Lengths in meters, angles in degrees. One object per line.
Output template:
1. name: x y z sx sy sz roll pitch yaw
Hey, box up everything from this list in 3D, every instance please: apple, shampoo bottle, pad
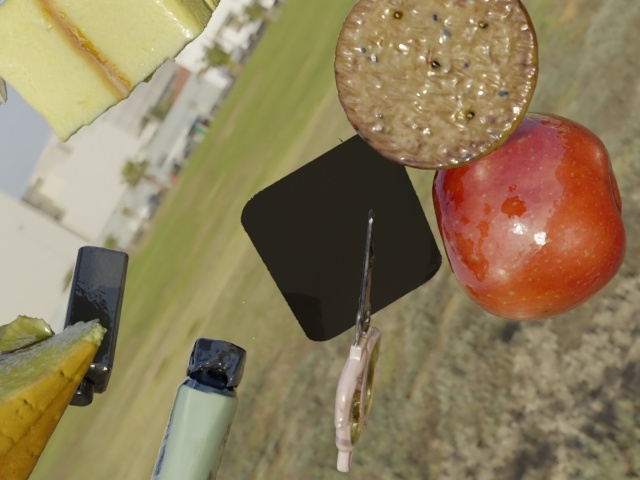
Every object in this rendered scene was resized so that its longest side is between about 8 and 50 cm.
1. apple: 0.262 -0.029 1.668 0.217 0.260 0.260 -15 24 15
2. shampoo bottle: -0.161 0.283 1.563 0.134 0.078 0.359 109 177 -62
3. shampoo bottle: -0.335 0.127 1.968 0.080 0.079 0.246 114 164 -51
4. pad: -0.001 0.001 1.989 0.315 0.375 0.063 -31 49 -5

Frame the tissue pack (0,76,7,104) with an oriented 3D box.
1. tissue pack: -0.609 -0.361 1.942 0.194 0.356 0.266 -24 -23 -12

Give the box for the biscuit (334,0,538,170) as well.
1. biscuit: 0.102 -0.155 1.196 0.187 0.188 0.027 -58 -15 14

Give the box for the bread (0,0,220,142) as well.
1. bread: -0.273 -0.290 1.726 0.263 0.198 0.236 -34 12 23

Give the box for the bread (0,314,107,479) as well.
1. bread: -0.442 0.188 1.555 0.233 0.245 0.361 7 61 48

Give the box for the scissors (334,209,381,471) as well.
1. scissors: 0.047 0.107 1.507 0.160 0.024 0.317 -59 -23 -57
